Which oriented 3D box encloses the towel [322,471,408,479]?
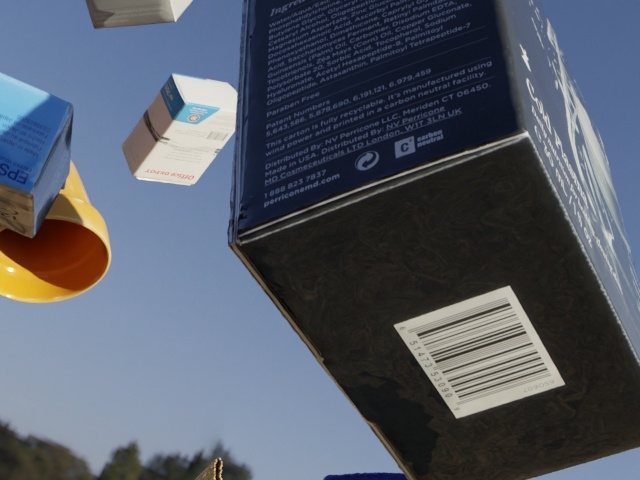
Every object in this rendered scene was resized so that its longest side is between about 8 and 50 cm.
[{"bbox_3d":[0.146,0.457,1.892,0.308,0.227,0.076,-4,-12,21],"label":"towel"}]

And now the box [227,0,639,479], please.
[{"bbox_3d":[0.142,-0.060,1.384,0.298,0.471,0.480,-20,-48,17],"label":"box"}]

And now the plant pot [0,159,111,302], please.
[{"bbox_3d":[-0.442,-0.036,2.018,0.205,0.188,0.205,-9,-40,-7],"label":"plant pot"}]

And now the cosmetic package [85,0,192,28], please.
[{"bbox_3d":[-0.224,-0.379,1.737,0.127,0.238,0.107,-1,-55,19],"label":"cosmetic package"}]

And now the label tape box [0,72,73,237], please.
[{"bbox_3d":[-0.411,-0.104,1.414,0.249,0.115,0.347,23,-17,-7],"label":"label tape box"}]

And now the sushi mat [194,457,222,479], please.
[{"bbox_3d":[-0.237,0.512,2.321,0.019,0.151,0.316,10,-31,-21],"label":"sushi mat"}]

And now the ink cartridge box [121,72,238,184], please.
[{"bbox_3d":[-0.241,-0.193,2.257,0.140,0.082,0.190,5,-42,-43],"label":"ink cartridge box"}]
